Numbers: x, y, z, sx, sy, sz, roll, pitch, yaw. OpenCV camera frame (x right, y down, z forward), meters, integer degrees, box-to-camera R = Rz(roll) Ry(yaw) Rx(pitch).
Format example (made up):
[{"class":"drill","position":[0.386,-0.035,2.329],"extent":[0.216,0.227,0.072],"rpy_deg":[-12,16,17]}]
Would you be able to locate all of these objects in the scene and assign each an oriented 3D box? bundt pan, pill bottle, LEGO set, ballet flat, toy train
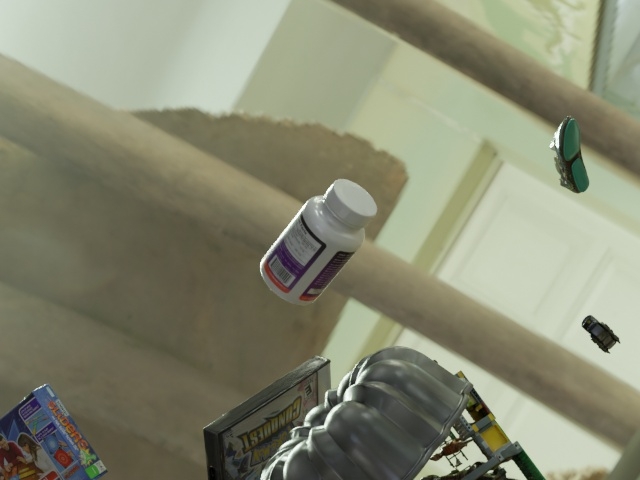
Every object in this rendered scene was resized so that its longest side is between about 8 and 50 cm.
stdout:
[{"class":"bundt pan","position":[0.043,0.264,1.476],"extent":[0.331,0.124,0.331],"rpy_deg":[-46,-1,-1]},{"class":"pill bottle","position":[0.000,0.000,1.722],"extent":[0.193,0.108,0.108],"rpy_deg":[-51,-12,30]},{"class":"LEGO set","position":[0.197,0.379,1.804],"extent":[0.192,0.331,0.255],"rpy_deg":[-28,-9,-25]},{"class":"ballet flat","position":[0.499,-0.175,2.290],"extent":[0.070,0.070,0.188],"rpy_deg":[-46,-47,-33]},{"class":"toy train","position":[0.341,0.114,1.372],"extent":[0.027,0.036,0.158],"rpy_deg":[-47,-23,6]}]

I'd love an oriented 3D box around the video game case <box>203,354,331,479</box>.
[{"class":"video game case","position":[-0.072,0.345,1.765],"extent":[0.275,0.035,0.248],"rpy_deg":[-28,-56,-47]}]

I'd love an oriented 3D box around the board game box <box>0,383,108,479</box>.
[{"class":"board game box","position":[-0.379,0.291,1.430],"extent":[0.201,0.136,0.035],"rpy_deg":[-37,-5,27]}]
